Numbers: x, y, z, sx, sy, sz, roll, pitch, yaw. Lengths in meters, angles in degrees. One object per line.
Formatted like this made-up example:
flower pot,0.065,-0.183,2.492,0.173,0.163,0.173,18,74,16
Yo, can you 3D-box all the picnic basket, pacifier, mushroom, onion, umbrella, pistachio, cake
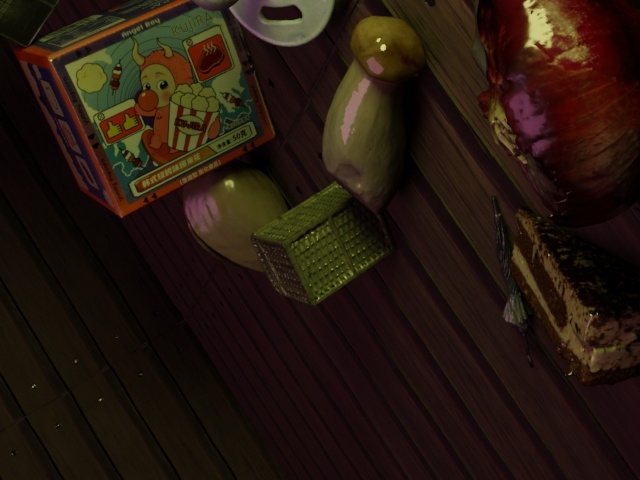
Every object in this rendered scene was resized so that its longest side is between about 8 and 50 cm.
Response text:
picnic basket,0.000,0.000,1.397,0.154,0.196,0.134,10,130,60
pacifier,-0.090,-0.378,1.086,0.238,0.226,0.287,15,135,34
mushroom,0.071,-0.163,1.152,0.128,0.128,0.350,47,150,25
onion,0.249,-0.154,0.761,0.272,0.195,0.272,-19,-90,-79
umbrella,0.269,0.059,1.137,0.044,0.044,0.269,-72,-33,-70
pistachio,-0.170,-0.049,1.677,0.288,0.197,0.166,55,163,-20
cake,0.335,0.059,0.986,0.246,0.135,0.112,-103,11,-57

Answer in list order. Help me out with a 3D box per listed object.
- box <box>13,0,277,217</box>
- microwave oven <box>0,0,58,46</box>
box,-0.328,-0.277,1.522,0.257,0.348,0.319,24,138,53
microwave oven,-0.545,-0.625,1.375,0.374,0.432,0.236,44,-169,31
